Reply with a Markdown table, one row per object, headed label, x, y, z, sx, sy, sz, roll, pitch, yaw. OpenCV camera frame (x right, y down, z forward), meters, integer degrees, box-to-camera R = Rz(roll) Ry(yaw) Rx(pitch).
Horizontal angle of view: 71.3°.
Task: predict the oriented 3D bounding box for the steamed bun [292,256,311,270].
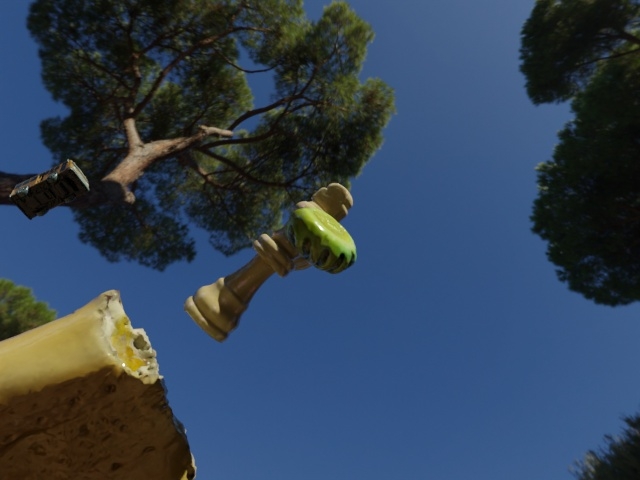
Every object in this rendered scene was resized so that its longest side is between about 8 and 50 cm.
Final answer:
| label | x | y | z | sx | sy | sz | roll | pitch | yaw |
| --- | --- | --- | --- | --- | --- | --- | --- | --- | --- |
| steamed bun | -0.042 | 0.013 | 1.298 | 0.183 | 0.183 | 0.106 | -41 | -79 | 14 |

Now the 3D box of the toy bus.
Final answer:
| label | x | y | z | sx | sy | sz | roll | pitch | yaw |
| --- | --- | --- | --- | --- | --- | --- | --- | --- | --- |
| toy bus | -0.747 | -0.146 | 1.244 | 0.182 | 0.103 | 0.091 | -27 | -53 | -4 |

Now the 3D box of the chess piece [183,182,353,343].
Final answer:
| label | x | y | z | sx | sy | sz | roll | pitch | yaw |
| --- | --- | --- | --- | --- | --- | --- | --- | --- | --- |
| chess piece | -0.090 | 0.031 | 0.909 | 0.397 | 0.117 | 0.117 | -43 | -77 | -7 |

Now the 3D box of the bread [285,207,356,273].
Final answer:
| label | x | y | z | sx | sy | sz | roll | pitch | yaw |
| --- | --- | --- | --- | --- | --- | --- | --- | --- | --- |
| bread | 0.000 | 0.000 | 0.737 | 0.130 | 0.139 | 0.071 | 37 | -74 | -6 |

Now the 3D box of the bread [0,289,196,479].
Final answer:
| label | x | y | z | sx | sy | sz | roll | pitch | yaw |
| --- | --- | --- | --- | --- | --- | --- | --- | --- | --- |
| bread | -0.438 | 0.304 | 0.723 | 0.395 | 0.250 | 0.360 | -22 | -78 | -17 |
